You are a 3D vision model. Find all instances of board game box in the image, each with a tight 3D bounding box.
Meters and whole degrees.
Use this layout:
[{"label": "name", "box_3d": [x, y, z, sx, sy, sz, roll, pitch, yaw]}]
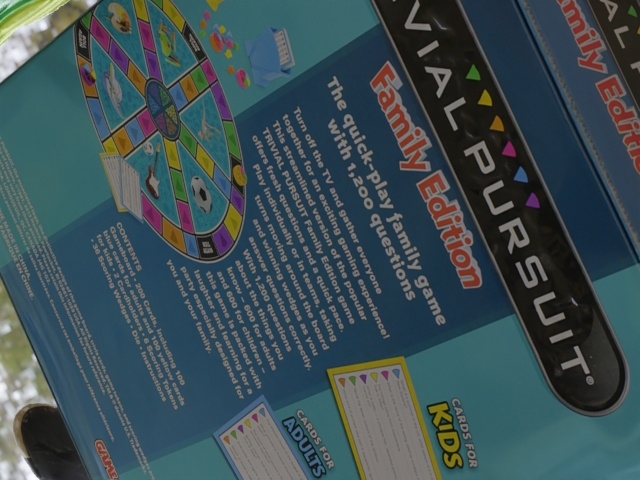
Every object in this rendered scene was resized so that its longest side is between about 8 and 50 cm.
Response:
[{"label": "board game box", "box_3d": [0.000, 0.000, 0.628, 0.079, 0.254, 0.336, -22, 177, -45]}]

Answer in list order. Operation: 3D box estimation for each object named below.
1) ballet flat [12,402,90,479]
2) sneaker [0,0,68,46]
[{"label": "ballet flat", "box_3d": [-0.181, 0.175, 1.174, 0.049, 0.173, 0.057, 13, -117, 39]}, {"label": "sneaker", "box_3d": [-0.333, -0.221, 1.409, 0.295, 0.123, 0.109, -38, -142, 13]}]
